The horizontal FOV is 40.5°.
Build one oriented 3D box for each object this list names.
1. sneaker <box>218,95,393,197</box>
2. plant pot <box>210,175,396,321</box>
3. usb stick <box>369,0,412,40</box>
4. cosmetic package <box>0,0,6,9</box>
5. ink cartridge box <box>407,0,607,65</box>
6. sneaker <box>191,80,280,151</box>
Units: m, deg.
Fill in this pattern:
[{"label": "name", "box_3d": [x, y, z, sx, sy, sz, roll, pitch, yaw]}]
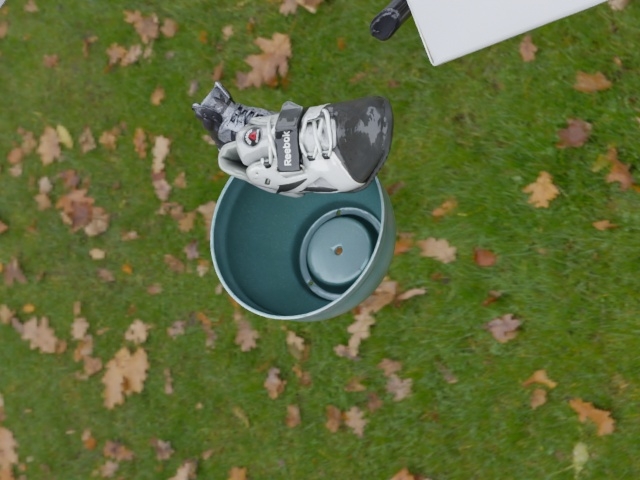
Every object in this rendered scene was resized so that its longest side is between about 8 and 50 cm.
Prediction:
[{"label": "sneaker", "box_3d": [-0.033, -0.123, 1.190, 0.330, 0.146, 0.122, -16, 71, 56]}, {"label": "plant pot", "box_3d": [0.000, 0.000, 1.387, 0.293, 0.196, 0.293, -8, 71, 24]}, {"label": "usb stick", "box_3d": [0.171, -0.440, 1.525, 0.045, 0.278, 0.077, 41, 143, -3]}, {"label": "cosmetic package", "box_3d": [-0.460, -0.338, 1.026, 0.197, 0.155, 0.365, -49, 34, 13]}, {"label": "ink cartridge box", "box_3d": [0.209, -0.241, 0.640, 0.197, 0.273, 0.114, -12, 104, 50]}, {"label": "sneaker", "box_3d": [-0.157, -0.241, 1.723, 0.268, 0.153, 0.101, -1, 52, 51]}]
